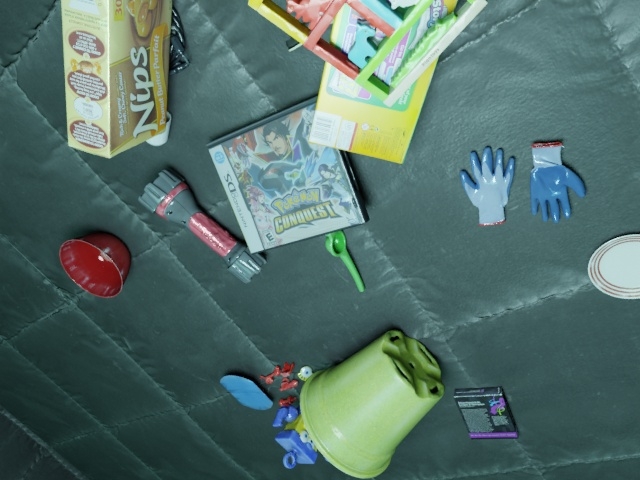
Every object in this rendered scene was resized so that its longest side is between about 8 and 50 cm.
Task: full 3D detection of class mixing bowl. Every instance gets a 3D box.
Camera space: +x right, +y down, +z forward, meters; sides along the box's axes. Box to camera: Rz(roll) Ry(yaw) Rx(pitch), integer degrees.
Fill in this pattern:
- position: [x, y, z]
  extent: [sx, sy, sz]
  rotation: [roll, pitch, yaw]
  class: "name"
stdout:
- position: [-0.565, 0.049, 1.258]
  extent: [0.181, 0.098, 0.181]
  rotation: [10, 125, 14]
  class: "mixing bowl"

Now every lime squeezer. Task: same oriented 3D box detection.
- position: [0.000, 0.000, 1.033]
  extent: [0.310, 0.059, 0.110]
  rotation: [39, 128, -9]
  class: "lime squeezer"

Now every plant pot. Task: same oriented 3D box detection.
- position: [0.136, 0.352, 1.119]
  extent: [0.276, 0.276, 0.254]
  rotation: [38, 116, -7]
  class: "plant pot"

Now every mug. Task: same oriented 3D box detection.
- position: [-0.343, -0.237, 1.009]
  extent: [0.062, 0.078, 0.064]
  rotation: [-1, 140, -17]
  class: "mug"

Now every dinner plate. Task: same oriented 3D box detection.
- position: [0.561, 0.046, 0.873]
  extent: [0.141, 0.017, 0.141]
  rotation: [10, 126, 14]
  class: "dinner plate"

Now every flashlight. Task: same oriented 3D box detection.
- position: [-0.255, -0.027, 1.085]
  extent: [0.304, 0.103, 0.103]
  rotation: [41, 125, -8]
  class: "flashlight"

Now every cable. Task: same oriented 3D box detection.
- position: [-0.340, -0.373, 0.910]
  extent: [0.185, 0.047, 0.150]
  rotation: [-6, 120, 25]
  class: "cable"

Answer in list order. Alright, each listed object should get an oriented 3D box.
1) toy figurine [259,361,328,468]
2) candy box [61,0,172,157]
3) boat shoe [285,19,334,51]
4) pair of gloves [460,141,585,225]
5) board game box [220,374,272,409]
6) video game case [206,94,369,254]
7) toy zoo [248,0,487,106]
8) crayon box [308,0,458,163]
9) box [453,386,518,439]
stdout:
- position: [-0.050, 0.541, 1.327]
  extent: [0.191, 0.217, 0.362]
  rotation: [-24, 111, 33]
  class: "toy figurine"
- position: [-0.331, -0.317, 0.806]
  extent: [0.088, 0.183, 0.316]
  rotation: [18, 120, 6]
  class: "candy box"
- position: [-0.006, -0.358, 0.790]
  extent: [0.133, 0.049, 0.042]
  rotation: [-29, 114, 26]
  class: "boat shoe"
- position: [0.353, -0.096, 0.852]
  extent: [0.198, 0.023, 0.159]
  rotation: [-5, 123, 25]
  class: "pair of gloves"
- position: [-0.211, 0.436, 1.429]
  extent: [0.133, 0.033, 0.168]
  rotation: [-15, 123, 35]
  class: "board game box"
- position: [-0.070, -0.117, 0.952]
  extent: [0.275, 0.035, 0.248]
  rotation: [-15, 102, 29]
  class: "video game case"
- position: [0.040, -0.326, 0.627]
  extent: [0.293, 0.030, 0.192]
  rotation: [29, 132, -19]
  class: "toy zoo"
- position: [0.089, -0.274, 0.760]
  extent: [0.165, 0.081, 0.278]
  rotation: [12, 124, -3]
  class: "crayon box"
- position: [0.406, 0.425, 1.190]
  extent: [0.116, 0.029, 0.162]
  rotation: [-13, 119, 27]
  class: "box"
